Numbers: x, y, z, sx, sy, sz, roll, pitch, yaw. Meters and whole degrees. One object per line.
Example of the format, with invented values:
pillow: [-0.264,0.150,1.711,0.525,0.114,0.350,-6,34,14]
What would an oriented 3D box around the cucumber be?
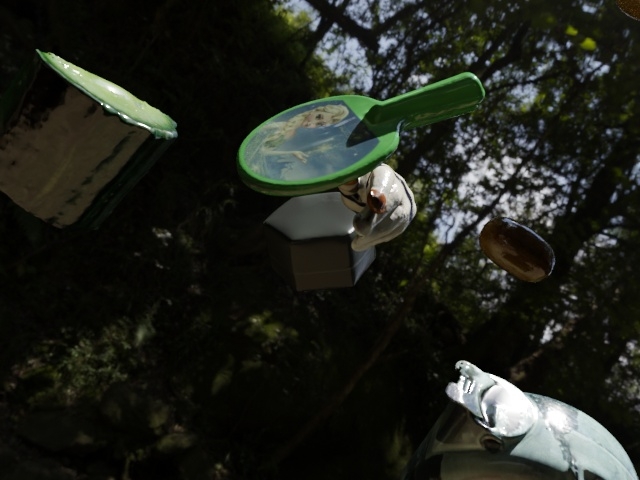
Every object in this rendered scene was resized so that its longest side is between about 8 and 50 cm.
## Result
cucumber: [-0.176,-0.063,0.396,0.116,0.115,0.062,22,31,-53]

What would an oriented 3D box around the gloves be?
gloves: [0.095,-0.064,0.883,0.131,0.140,0.218,-16,3,-4]

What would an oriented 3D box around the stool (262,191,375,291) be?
stool: [0.000,0.000,1.141,0.232,0.232,0.141,18,-52,34]

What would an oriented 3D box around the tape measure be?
tape measure: [0.229,0.308,0.634,0.274,0.256,0.147,27,32,11]

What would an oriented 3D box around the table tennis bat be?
table tennis bat: [0.039,-0.112,0.531,0.160,0.256,0.039,-113,-174,-50]

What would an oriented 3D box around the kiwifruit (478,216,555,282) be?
kiwifruit: [0.300,0.013,0.822,0.124,0.075,0.075,38,-9,2]

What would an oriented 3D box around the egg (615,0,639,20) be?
egg: [0.816,-0.654,1.232,0.250,0.322,0.250,37,-4,3]
